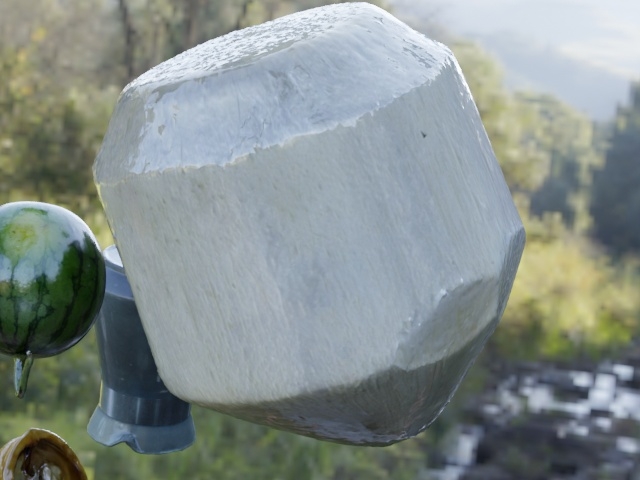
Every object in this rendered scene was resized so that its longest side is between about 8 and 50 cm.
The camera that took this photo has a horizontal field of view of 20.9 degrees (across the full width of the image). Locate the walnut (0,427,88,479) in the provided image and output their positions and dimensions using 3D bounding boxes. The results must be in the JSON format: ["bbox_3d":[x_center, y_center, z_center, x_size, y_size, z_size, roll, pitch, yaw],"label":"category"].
[{"bbox_3d":[-0.220,0.205,1.320,0.052,0.121,0.091,-16,-8,37],"label":"walnut"}]

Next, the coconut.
[{"bbox_3d":[0.000,0.000,1.034,0.237,0.265,0.237,-17,9,3],"label":"coconut"}]

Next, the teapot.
[{"bbox_3d":[-0.198,0.122,2.057,0.171,0.225,0.203,9,16,1],"label":"teapot"}]

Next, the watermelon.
[{"bbox_3d":[-0.273,0.056,1.610,0.141,0.187,0.140,7,-18,2],"label":"watermelon"}]
